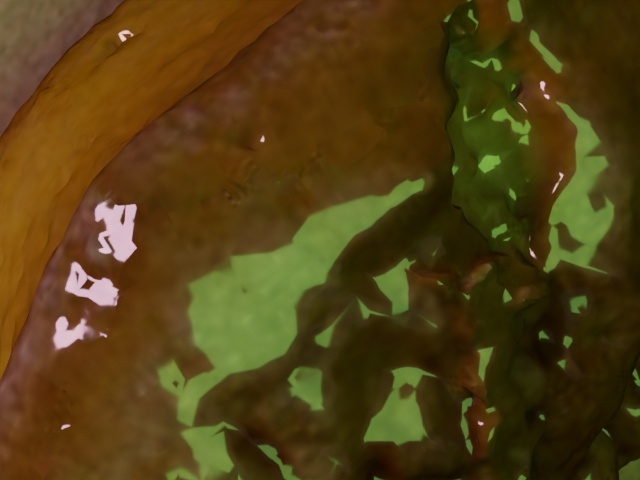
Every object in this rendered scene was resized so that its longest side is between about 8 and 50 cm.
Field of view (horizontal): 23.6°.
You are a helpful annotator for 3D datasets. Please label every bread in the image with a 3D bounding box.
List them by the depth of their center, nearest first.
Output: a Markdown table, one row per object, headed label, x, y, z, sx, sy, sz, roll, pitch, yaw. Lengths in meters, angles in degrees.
| label | x | y | z | sx | sy | sz | roll | pitch | yaw |
| --- | --- | --- | --- | --- | --- | --- | --- | --- | --- |
| bread | 0.000 | 0.000 | 0.476 | 0.340 | 0.194 | 0.179 | -43 | 120 | -8 |
